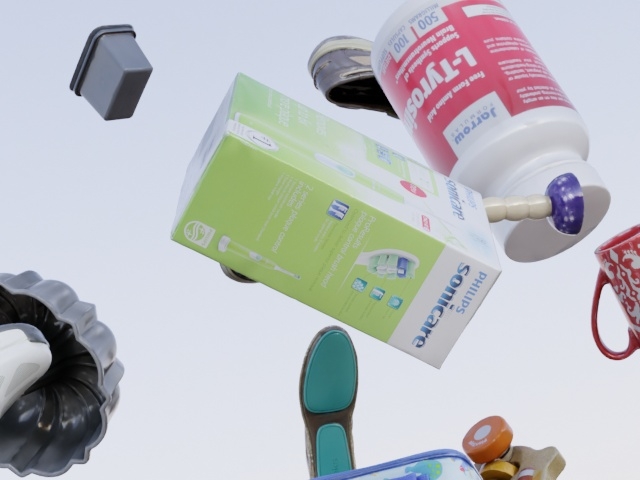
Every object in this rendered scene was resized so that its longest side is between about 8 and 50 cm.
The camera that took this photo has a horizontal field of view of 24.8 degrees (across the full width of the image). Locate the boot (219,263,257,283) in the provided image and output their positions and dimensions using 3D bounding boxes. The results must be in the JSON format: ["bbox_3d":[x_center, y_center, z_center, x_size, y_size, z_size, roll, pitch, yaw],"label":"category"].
[{"bbox_3d":[0.000,-0.002,1.860,0.179,0.085,0.236,-12,-5,38],"label":"boot"}]

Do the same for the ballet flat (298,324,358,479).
[{"bbox_3d":[0.006,0.197,1.671,0.073,0.206,0.067,1,4,-13],"label":"ballet flat"}]

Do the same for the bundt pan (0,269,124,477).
[{"bbox_3d":[-0.441,0.189,2.206,0.331,0.331,0.124,-32,8,29],"label":"bundt pan"}]

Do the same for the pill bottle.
[{"bbox_3d":[0.255,-0.174,2.164,0.229,0.407,0.229,-20,-32,-13],"label":"pill bottle"}]

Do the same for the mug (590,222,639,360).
[{"bbox_3d":[0.426,0.076,1.915,0.150,0.169,0.113,-30,4,-12],"label":"mug"}]

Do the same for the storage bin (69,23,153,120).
[{"bbox_3d":[-0.313,-0.254,2.252,0.098,0.091,0.135,-12,-36,-43],"label":"storage bin"}]

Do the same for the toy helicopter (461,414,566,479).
[{"bbox_3d":[0.303,0.405,2.176,0.235,0.140,0.355,-45,21,-21],"label":"toy helicopter"}]

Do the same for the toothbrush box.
[{"bbox_3d":[0.015,-0.024,1.391,0.283,0.206,0.122,28,-71,-9],"label":"toothbrush box"}]

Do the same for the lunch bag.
[{"bbox_3d":[0.082,0.310,1.580,0.219,0.090,0.176,-18,-43,16],"label":"lunch bag"}]

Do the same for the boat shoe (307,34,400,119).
[{"bbox_3d":[0.154,-0.268,2.565,0.355,0.130,0.132,1,-41,-11],"label":"boat shoe"}]

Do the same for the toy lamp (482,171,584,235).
[{"bbox_3d":[0.145,-0.032,1.576,0.275,0.080,0.080,-6,-23,-11],"label":"toy lamp"}]

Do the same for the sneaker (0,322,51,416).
[{"bbox_3d":[-0.458,0.319,1.800,0.447,0.257,0.169,-42,-18,-22],"label":"sneaker"}]
